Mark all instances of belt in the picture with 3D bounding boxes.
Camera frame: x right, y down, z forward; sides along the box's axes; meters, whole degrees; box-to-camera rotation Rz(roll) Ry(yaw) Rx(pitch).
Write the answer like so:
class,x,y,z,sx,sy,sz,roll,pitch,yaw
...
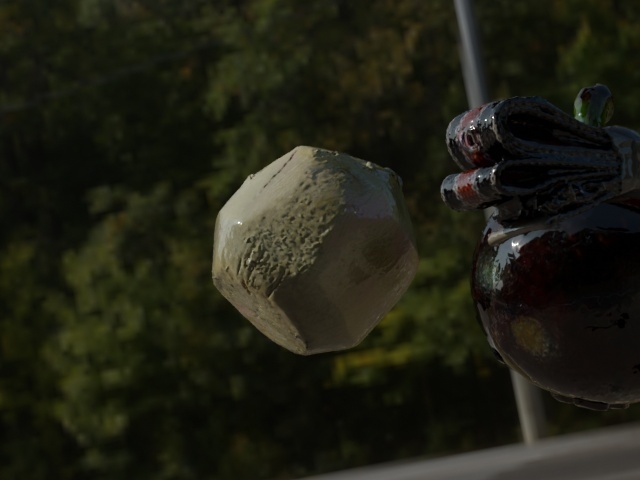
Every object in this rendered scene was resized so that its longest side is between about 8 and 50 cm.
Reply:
class,x,y,z,sx,sy,sz,roll,pitch,yaw
belt,0.273,-0.062,1.702,0.359,0.126,0.094,1,-10,-34

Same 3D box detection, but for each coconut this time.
class,x,y,z,sx,sy,sz,roll,pitch,yaw
coconut,-0.001,-0.001,2.099,0.230,0.227,0.227,-50,6,-15

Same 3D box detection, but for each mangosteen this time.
class,x,y,z,sx,sy,sz,roll,pitch,yaw
mangosteen,0.302,0.027,1.964,0.311,0.311,0.311,-11,-5,-1
